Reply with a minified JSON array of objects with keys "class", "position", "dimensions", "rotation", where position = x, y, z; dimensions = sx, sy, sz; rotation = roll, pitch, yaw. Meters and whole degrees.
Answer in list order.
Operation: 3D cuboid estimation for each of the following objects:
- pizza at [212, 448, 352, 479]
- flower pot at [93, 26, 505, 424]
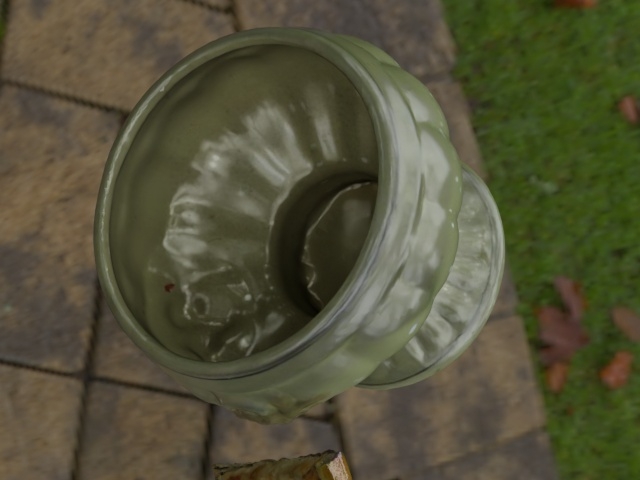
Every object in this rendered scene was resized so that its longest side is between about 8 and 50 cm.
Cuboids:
[{"class":"pizza","position":[-0.033,0.237,1.628],"dimensions":[0.176,0.184,0.036],"rotation":[33,41,22]},{"class":"flower pot","position":[0.000,0.000,1.442],"dimensions":[0.244,0.307,0.307],"rotation":[23,67,-52]}]
